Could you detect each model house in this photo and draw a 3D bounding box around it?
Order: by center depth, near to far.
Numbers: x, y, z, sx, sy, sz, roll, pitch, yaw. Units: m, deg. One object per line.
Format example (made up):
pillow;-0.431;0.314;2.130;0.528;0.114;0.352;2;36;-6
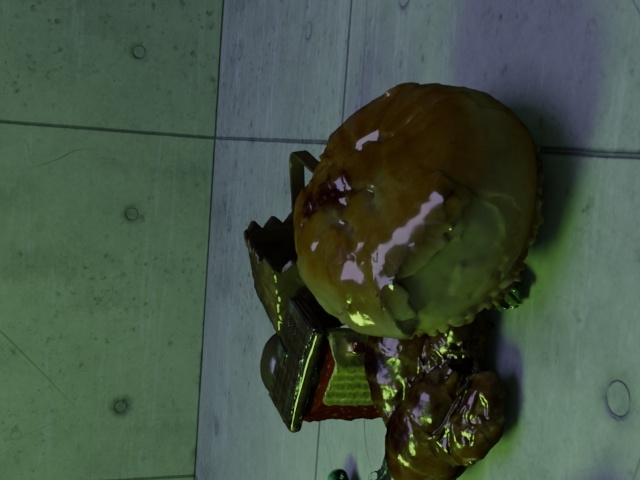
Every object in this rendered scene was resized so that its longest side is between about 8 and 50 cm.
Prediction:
model house;0.073;0.238;1.606;0.254;0.196;0.160;133;135;-59

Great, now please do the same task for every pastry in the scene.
pastry;0.147;-0.041;1.270;0.409;0.245;0.409;-28;48;37

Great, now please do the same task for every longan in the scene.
longan;-0.060;0.294;2.025;0.189;0.189;0.189;-178;90;-70

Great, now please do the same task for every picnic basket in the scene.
picnic basket;0.000;0.000;1.686;0.254;0.291;0.321;-130;34;-63

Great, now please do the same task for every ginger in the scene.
ginger;0.175;0.223;1.383;0.274;0.152;0.357;122;143;-54

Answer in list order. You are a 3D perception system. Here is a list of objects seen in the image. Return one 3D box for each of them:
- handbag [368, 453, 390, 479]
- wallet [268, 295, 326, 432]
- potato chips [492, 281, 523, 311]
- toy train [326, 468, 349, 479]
handbag;0.135;0.465;1.592;0.175;0.089;0.270;-102;23;-54
wallet;-0.046;0.229;1.584;0.124;0.042;0.230;-129;44;-52
potato chips;0.265;0.060;1.338;0.207;0.028;0.092;-119;35;-58
toy train;0.058;0.592;1.782;0.251;0.085;0.119;-117;40;-49
